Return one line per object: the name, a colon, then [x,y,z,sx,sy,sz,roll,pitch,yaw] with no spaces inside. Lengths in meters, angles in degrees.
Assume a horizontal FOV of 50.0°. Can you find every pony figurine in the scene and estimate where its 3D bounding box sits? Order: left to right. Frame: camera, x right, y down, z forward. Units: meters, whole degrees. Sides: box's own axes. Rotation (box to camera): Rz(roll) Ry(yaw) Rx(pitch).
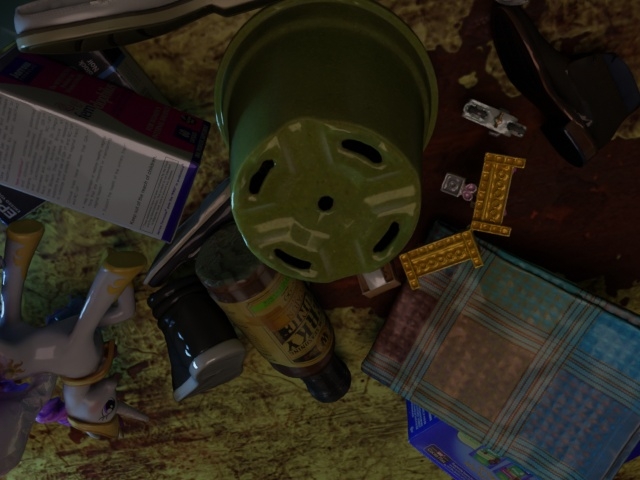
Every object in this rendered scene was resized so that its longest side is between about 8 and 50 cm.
pony figurine: [-0.402,0.157,0.918,0.351,0.303,0.363,-1,125,-20]

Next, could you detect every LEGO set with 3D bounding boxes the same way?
LEGO set: [0.170,-0.030,0.868,0.132,0.107,0.287,34,106,9]

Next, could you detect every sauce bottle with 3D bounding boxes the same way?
sauce bottle: [-0.045,0.116,0.952,0.111,0.111,0.344,-19,137,13]

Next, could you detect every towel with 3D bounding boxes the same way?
towel: [0.265,0.166,0.930,0.370,0.040,0.271,28,109,12]

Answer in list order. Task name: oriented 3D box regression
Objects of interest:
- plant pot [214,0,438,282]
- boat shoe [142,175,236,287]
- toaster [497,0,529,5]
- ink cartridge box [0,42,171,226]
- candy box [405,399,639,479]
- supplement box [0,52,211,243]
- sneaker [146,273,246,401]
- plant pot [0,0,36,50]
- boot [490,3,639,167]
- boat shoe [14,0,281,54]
plant pot: [0.007,-0.098,0.743,0.276,0.254,0.276,0,123,0]
boat shoe: [-0.160,0.003,0.920,0.065,0.075,0.206,39,111,-19]
toaster: [0.171,-0.338,0.659,0.227,0.129,0.146,32,120,-20]
ink cartridge box: [-0.364,-0.132,0.838,0.333,0.065,0.165,-29,120,19]
candy box: [0.336,0.265,1.064,0.317,0.122,0.268,-38,114,24]
supplement box: [-0.246,-0.102,0.754,0.220,0.111,0.114,19,122,-14]
sneaker: [-0.184,0.139,0.993,0.105,0.147,0.296,-22,164,-23]
plant pot: [-0.379,-0.298,0.604,0.293,0.293,0.235,-33,104,20]
boot: [0.286,-0.201,0.797,0.106,0.082,0.219,-39,113,-2]
boat shoe: [-0.169,-0.270,0.706,0.302,0.113,0.103,-19,103,-12]
